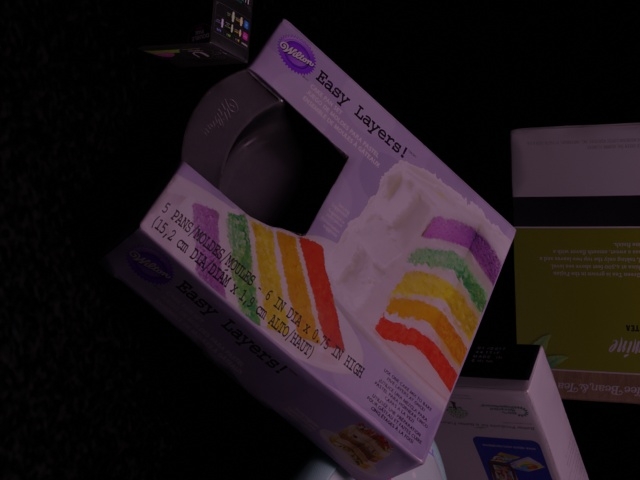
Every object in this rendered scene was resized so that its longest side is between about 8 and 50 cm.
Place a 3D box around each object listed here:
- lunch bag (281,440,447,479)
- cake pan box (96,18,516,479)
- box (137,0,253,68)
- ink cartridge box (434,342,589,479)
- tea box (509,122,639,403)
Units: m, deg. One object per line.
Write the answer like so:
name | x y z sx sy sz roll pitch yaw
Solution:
lunch bag | 0.010 0.258 0.963 0.223 0.160 0.262 -45 134 -51
cake pan box | 0.000 0.000 0.921 0.267 0.070 0.245 42 46 -13
box | -0.084 -0.166 0.882 0.052 0.062 0.083 18 75 -61
ink cartridge box | 0.169 0.227 1.242 0.065 0.165 0.332 -64 143 -41
tea box | 0.390 0.015 1.586 0.329 0.220 0.323 -11 101 -61
